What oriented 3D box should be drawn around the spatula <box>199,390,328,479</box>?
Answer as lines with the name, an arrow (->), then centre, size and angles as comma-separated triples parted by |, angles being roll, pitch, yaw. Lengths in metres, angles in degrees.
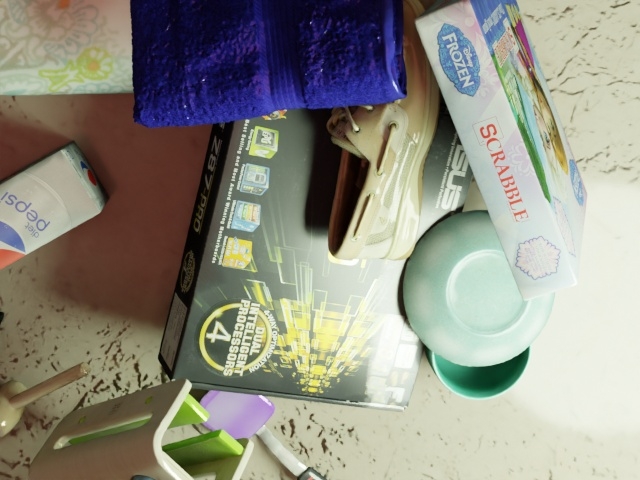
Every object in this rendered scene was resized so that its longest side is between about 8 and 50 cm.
spatula -> -0.041, 0.293, 1.472 | 0.296, 0.030, 0.084 | 44, 97, -11

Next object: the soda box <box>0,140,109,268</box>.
soda box -> -0.407, -0.011, 1.349 | 0.286, 0.098, 0.091 | -29, 102, 2

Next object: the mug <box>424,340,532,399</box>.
mug -> 0.204, 0.117, 1.416 | 0.129, 0.097, 0.158 | 30, 97, -9

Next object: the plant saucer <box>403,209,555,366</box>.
plant saucer -> 0.199, 0.061, 1.336 | 0.195, 0.037, 0.195 | -1, 96, -8

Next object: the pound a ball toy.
pound a ball toy -> -0.269, 0.254, 1.329 | 0.319, 0.136, 0.208 | -21, 120, 42

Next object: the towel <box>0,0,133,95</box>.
towel -> -0.243, -0.361, 1.293 | 0.320, 0.090, 0.375 | -1, 102, -2

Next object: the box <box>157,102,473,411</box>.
box -> 0.000, 0.000, 1.346 | 0.318, 0.097, 0.395 | 10, 102, -24

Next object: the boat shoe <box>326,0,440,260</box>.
boat shoe -> 0.062, -0.121, 1.227 | 0.098, 0.109, 0.302 | -2, 110, -21

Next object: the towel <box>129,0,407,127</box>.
towel -> -0.064, -0.246, 1.174 | 0.308, 0.076, 0.228 | -6, 81, 16

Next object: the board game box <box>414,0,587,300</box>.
board game box -> 0.218, -0.137, 1.252 | 0.066, 0.319, 0.318 | -18, 104, 21

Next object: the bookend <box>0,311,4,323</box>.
bookend -> -0.505, 0.144, 1.388 | 0.157, 0.072, 0.156 | 20, 99, -7
